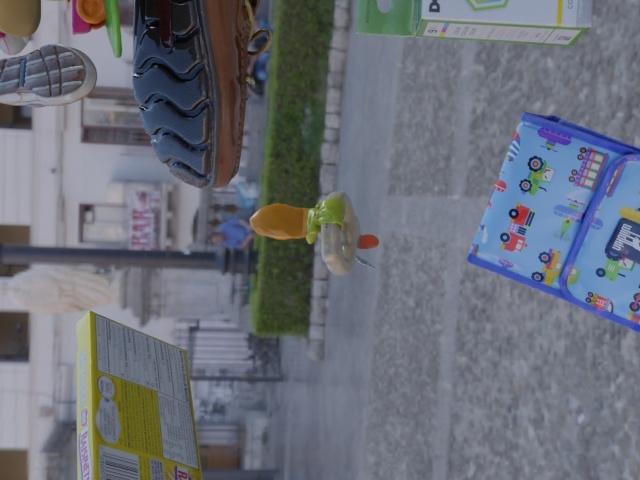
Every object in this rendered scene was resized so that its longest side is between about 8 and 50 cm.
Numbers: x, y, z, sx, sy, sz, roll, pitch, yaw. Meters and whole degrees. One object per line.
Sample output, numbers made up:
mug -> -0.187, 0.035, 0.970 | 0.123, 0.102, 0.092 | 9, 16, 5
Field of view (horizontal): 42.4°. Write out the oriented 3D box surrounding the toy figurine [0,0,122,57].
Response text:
toy figurine -> -0.273, -0.249, 0.753 | 0.130, 0.159, 0.173 | -154, 58, -73

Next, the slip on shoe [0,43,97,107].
slip on shoe -> -0.235, -0.136, 0.715 | 0.041, 0.135, 0.051 | 17, -104, -55

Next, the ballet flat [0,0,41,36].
ballet flat -> -0.244, -0.252, 0.555 | 0.232, 0.073, 0.080 | 63, -150, -23

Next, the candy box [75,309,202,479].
candy box -> -0.142, 0.153, 0.648 | 0.027, 0.105, 0.205 | -39, 41, 21

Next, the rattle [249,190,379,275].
rattle -> 0.000, 0.000, 1.267 | 0.200, 0.143, 0.130 | 10, -118, -76

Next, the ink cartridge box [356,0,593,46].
ink cartridge box -> 0.141, -0.245, 0.763 | 0.062, 0.209, 0.108 | 75, -162, -86

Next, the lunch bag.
lunch bag -> 0.382, -0.019, 1.104 | 0.138, 0.293, 0.220 | -9, -59, -57

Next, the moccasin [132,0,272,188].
moccasin -> -0.123, -0.241, 0.872 | 0.147, 0.139, 0.379 | -26, -62, -48

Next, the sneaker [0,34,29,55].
sneaker -> -0.458, -0.269, 0.946 | 0.103, 0.252, 0.111 | 30, 92, 42
